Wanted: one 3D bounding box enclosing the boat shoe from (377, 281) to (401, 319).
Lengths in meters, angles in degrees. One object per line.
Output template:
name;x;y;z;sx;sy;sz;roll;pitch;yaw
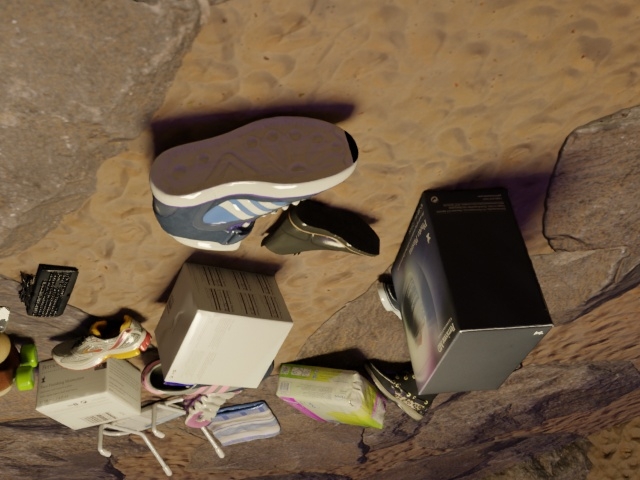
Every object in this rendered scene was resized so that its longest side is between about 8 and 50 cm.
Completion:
boat shoe;0.192;0.125;1.595;0.083;0.065;0.183;-23;153;17

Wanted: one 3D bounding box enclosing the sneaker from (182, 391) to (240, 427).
sneaker;-0.274;0.371;1.829;0.236;0.104;0.095;-44;139;10

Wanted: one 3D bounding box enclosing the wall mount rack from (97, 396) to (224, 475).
wall mount rack;-0.457;0.569;2.047;0.350;0.130;0.304;-23;146;22

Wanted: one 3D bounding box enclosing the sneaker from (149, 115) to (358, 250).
sneaker;-0.107;-0.077;1.146;0.323;0.130;0.236;-11;158;-7

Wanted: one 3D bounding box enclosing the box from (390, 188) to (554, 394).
box;0.270;0.103;1.360;0.183;0.293;0.296;-4;147;-11

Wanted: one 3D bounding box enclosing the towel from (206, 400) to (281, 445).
towel;-0.243;0.572;2.204;0.209;0.034;0.285;-11;148;1

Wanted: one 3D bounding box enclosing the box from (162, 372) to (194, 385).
box;-0.297;0.239;1.572;0.072;0.126;0.137;8;143;-29

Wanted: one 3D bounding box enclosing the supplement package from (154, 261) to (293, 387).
supplement package;-0.199;0.173;1.429;0.203;0.149;0.194;12;122;-30

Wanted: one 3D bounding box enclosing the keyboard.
keyboard;-0.540;0.112;1.388;0.100;0.038;0.192;8;143;-26

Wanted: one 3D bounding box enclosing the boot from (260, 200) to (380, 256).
boot;0.000;0.000;1.341;0.198;0.076;0.137;25;140;-25

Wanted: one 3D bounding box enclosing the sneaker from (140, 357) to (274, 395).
sneaker;-0.267;0.320;1.689;0.319;0.112;0.131;-8;176;-6

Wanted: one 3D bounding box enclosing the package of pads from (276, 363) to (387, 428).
package of pads;0.042;0.429;1.934;0.229;0.101;0.296;1;155;25

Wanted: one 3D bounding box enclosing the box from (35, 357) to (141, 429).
box;-0.548;0.355;1.693;0.181;0.119;0.182;-15;147;7

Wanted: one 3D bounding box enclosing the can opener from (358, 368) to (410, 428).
can opener;0.201;0.482;2.126;0.076;0.095;0.283;12;142;-32

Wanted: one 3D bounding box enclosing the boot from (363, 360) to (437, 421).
boot;0.251;0.372;1.978;0.178;0.085;0.236;-46;105;2

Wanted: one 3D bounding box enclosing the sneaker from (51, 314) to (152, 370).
sneaker;-0.484;0.212;1.537;0.225;0.088;0.092;-17;127;11

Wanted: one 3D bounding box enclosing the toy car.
toy car;-0.685;0.216;1.467;0.155;0.149;0.188;-6;119;-13
